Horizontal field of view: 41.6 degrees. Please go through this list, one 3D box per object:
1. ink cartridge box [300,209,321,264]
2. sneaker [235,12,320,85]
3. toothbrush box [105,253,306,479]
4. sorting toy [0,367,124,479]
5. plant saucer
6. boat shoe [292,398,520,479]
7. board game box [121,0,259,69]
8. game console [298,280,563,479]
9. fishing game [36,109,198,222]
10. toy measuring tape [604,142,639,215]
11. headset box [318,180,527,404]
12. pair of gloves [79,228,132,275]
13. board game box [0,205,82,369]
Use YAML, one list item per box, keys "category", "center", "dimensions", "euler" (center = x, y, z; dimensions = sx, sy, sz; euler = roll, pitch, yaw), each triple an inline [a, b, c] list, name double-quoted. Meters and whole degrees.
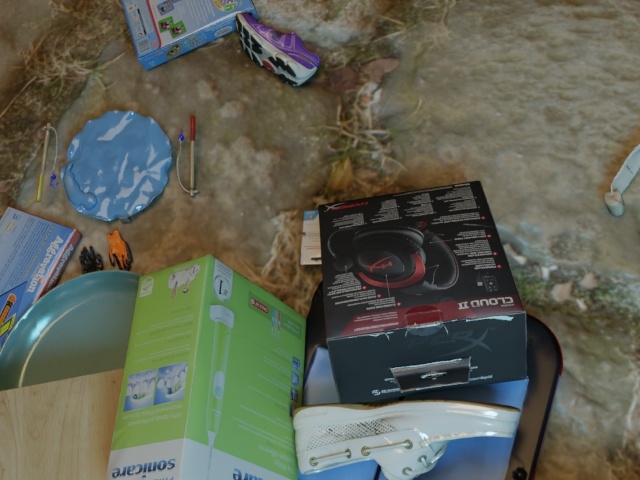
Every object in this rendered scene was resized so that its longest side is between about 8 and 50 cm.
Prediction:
- category: "ink cartridge box"
  center: [0.000, 0.000, 1.195]
  dimensions: [0.048, 0.028, 0.083]
  euler: [-2, 66, 15]
- category: "sneaker"
  center: [-0.070, -0.311, 1.349]
  dimensions: [0.170, 0.068, 0.071]
  euler: [41, 67, 19]
- category: "toothbrush box"
  center: [-0.127, 0.193, 1.015]
  dimensions: [0.122, 0.206, 0.283]
  euler: [-18, 55, 29]
- category: "sorting toy"
  center: [-0.312, 0.310, 1.051]
  dimensions: [0.255, 0.089, 0.257]
  euler: [-11, 61, 4]
- category: "plant saucer"
  center: [-0.315, 0.195, 1.189]
  dimensions: [0.318, 0.043, 0.317]
  euler: [-6, 65, 13]
- category: "boat shoe"
  center: [0.096, 0.233, 0.968]
  dimensions: [0.277, 0.098, 0.096]
  euler: [-10, 71, 29]
- category: "board game box"
  center: [-0.226, -0.399, 1.436]
  dimensions: [0.211, 0.039, 0.160]
  euler: [-23, 62, 5]
- category: "game console"
  center: [0.095, 0.246, 1.040]
  dimensions: [0.342, 0.060, 0.386]
  euler: [13, 70, 21]
- category: "fishing game"
  center: [-0.319, -0.116, 1.336]
  dimensions: [0.264, 0.041, 0.189]
  euler: [-5, 73, 8]
- category: "toy measuring tape"
  center: [0.500, -0.157, 1.083]
  dimensions: [0.121, 0.121, 0.330]
  euler: [34, 87, 26]
- category: "headset box"
  center: [0.114, 0.064, 1.007]
  dimensions: [0.218, 0.110, 0.293]
  euler: [-9, 36, 3]
- category: "pair of gloves"
  center: [-0.328, 0.029, 1.286]
  dimensions: [0.083, 0.010, 0.074]
  euler: [-29, 63, 5]
- category: "board game box"
  center: [-0.492, 0.090, 1.296]
  dimensions: [0.145, 0.027, 0.281]
  euler: [17, 72, 24]
